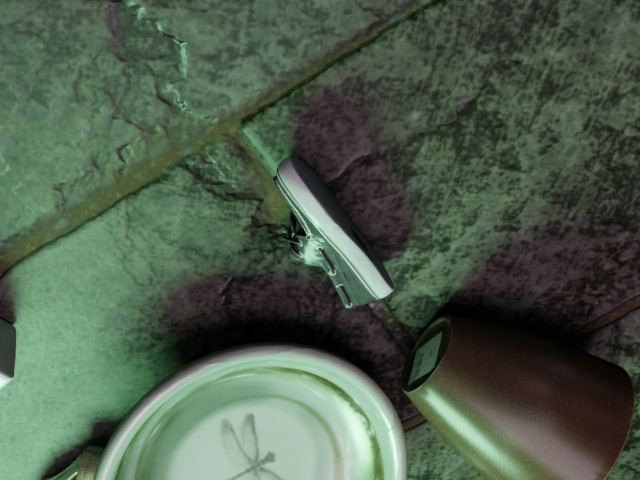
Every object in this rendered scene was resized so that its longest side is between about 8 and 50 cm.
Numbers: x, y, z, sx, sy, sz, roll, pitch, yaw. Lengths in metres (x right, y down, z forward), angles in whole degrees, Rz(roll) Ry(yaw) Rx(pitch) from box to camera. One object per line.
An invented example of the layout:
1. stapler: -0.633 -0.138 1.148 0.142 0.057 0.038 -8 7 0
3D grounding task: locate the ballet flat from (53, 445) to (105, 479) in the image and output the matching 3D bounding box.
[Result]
1. ballet flat: -0.337 0.381 1.558 0.106 0.107 0.316 32 112 -8

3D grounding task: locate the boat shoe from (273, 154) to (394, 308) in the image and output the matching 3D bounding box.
1. boat shoe: 0.000 0.000 1.333 0.076 0.080 0.228 -30 134 11

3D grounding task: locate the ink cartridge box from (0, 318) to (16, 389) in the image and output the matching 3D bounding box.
1. ink cartridge box: -0.474 0.155 1.344 0.219 0.092 0.160 -40 124 19

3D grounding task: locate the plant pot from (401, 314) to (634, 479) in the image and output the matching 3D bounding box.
1. plant pot: 0.221 0.193 1.458 0.230 0.215 0.215 30 117 -14

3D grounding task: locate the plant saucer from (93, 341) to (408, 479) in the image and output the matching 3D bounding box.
1. plant saucer: -0.092 0.296 1.484 0.400 0.100 0.400 -7 111 -18
